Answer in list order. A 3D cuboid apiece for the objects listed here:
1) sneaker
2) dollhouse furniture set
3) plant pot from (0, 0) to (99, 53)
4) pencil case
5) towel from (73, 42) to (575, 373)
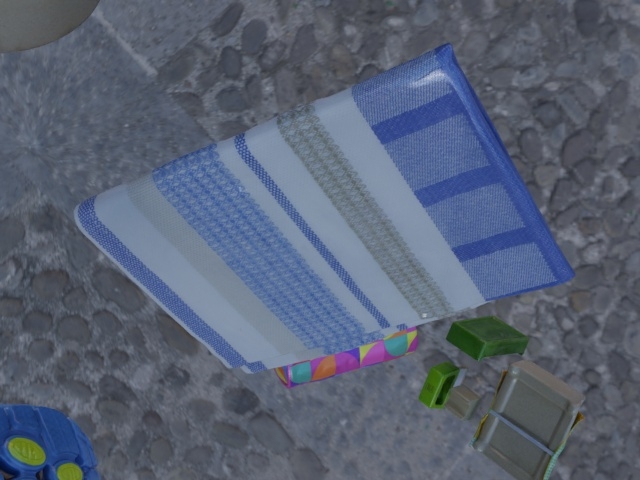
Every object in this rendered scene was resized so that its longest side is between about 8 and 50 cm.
[{"bbox_3d":[-0.182,0.117,0.372,0.188,0.078,0.067,21,47,-52],"label":"sneaker"},{"bbox_3d":[0.366,0.302,1.497,0.151,0.302,0.197,2,114,-46],"label":"dollhouse furniture set"},{"bbox_3d":[-0.263,-0.330,0.599,0.257,0.274,0.256,13,59,-22],"label":"plant pot"},{"bbox_3d":[0.037,0.154,1.236,0.237,0.104,0.104,-15,101,-21],"label":"pencil case"},{"bbox_3d":[0.000,0.000,0.531,0.285,0.034,0.209,-20,130,27],"label":"towel"}]
